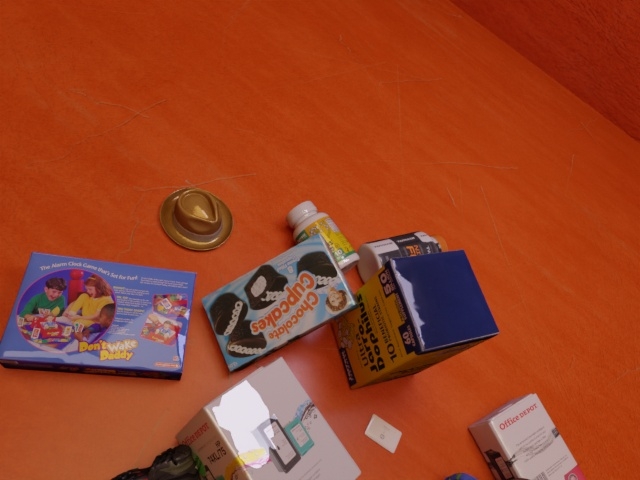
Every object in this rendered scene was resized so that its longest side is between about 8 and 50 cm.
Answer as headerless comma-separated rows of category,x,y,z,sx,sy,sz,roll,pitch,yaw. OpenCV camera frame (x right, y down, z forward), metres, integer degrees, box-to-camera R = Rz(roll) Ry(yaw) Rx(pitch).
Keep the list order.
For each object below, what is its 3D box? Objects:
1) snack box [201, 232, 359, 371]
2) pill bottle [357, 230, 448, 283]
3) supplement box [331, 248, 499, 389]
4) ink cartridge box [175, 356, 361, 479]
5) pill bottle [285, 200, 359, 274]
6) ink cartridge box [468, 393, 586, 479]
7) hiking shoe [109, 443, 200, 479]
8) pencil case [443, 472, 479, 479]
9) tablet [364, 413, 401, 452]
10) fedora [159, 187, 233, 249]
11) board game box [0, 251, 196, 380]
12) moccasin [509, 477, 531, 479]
snack box,-0.096,0.142,1.063,0.322,0.060,0.187,-30,71,6
pill bottle,0.234,0.047,1.292,0.246,0.130,0.130,-13,67,-25
supplement box,0.189,0.191,1.059,0.195,0.356,0.194,-6,64,-23
ink cartridge box,-0.108,0.413,0.903,0.197,0.198,0.270,-24,72,-44
pill bottle,0.000,0.000,1.243,0.117,0.117,0.208,-28,74,-30
ink cartridge box,0.506,0.525,1.138,0.172,0.100,0.237,-17,70,-27
hiking shoe,-0.325,0.479,0.854,0.227,0.086,0.114,-27,91,-2
pencil case,0.249,0.630,0.979,0.306,0.119,0.133,-33,53,-31
tablet,0.149,0.459,1.105,0.083,0.006,0.054,34,57,1
fedora,-0.313,-0.070,1.194,0.194,0.079,0.194,9,60,-15
board game box,-0.462,0.166,1.009,0.347,0.078,0.233,9,59,-15
moccasin,0.459,0.699,0.958,0.147,0.139,0.380,14,69,-64
